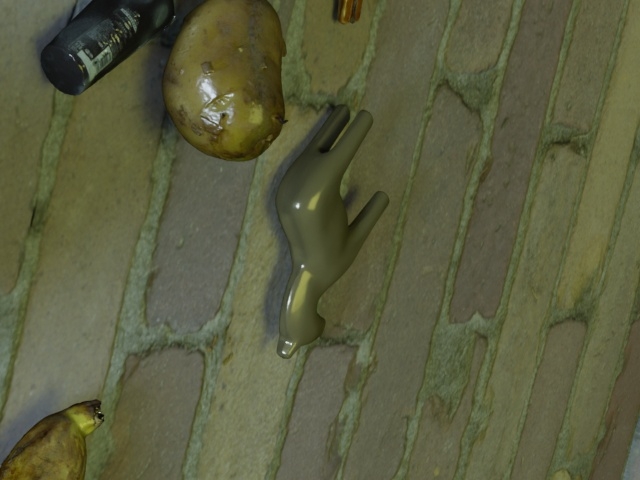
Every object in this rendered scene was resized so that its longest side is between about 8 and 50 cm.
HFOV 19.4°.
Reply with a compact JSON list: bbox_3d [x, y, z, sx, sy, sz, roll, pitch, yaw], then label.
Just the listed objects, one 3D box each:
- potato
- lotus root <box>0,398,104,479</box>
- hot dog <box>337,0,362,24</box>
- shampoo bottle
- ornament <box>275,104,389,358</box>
[{"bbox_3d":[-0.096,-0.167,1.907,0.137,0.137,0.176,35,54,-59],"label":"potato"},{"bbox_3d":[-0.277,0.241,1.859,0.108,0.094,0.190,88,18,-73],"label":"lotus root"},{"bbox_3d":[0.033,-0.289,2.153,0.037,0.021,0.083,-10,115,-46],"label":"hot dog"},{"bbox_3d":[-0.182,-0.217,1.792,0.207,0.063,0.057,-49,152,-36],"label":"shampoo bottle"},{"bbox_3d":[0.000,0.000,2.210,0.245,0.061,0.230,-54,148,-30],"label":"ornament"}]
